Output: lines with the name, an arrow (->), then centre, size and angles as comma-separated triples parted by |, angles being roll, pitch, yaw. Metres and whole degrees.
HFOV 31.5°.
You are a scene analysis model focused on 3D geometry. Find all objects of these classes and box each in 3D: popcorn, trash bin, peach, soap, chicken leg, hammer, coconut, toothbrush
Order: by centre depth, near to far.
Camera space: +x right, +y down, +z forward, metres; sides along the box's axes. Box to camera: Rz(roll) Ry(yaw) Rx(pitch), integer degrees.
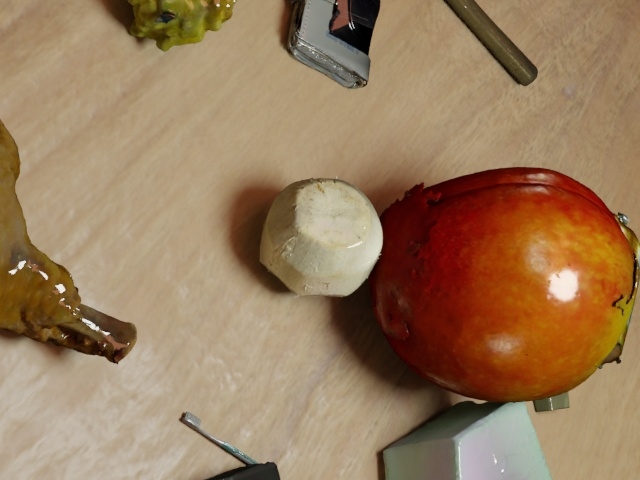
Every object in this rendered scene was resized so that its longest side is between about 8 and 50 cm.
chicken leg -> -0.353, -0.009, 1.216 | 0.409, 0.182, 0.295 | 34, 40, -36
toothbrush -> -0.112, 0.264, 1.443 | 0.167, 0.011, 0.014 | 39, 48, -27
popcorn -> -0.187, -0.331, 1.473 | 0.174, 0.142, 0.173 | -13, 114, -32
coconut -> -0.003, 0.001, 1.532 | 0.161, 0.162, 0.161 | 7, 59, -11
peach -> 0.245, 0.053, 1.592 | 0.370, 0.370, 0.369 | 14, 68, -39
soap -> 0.243, 0.472, 1.610 | 0.261, 0.156, 0.446 | -22, 93, -44
trash bin -> 0.378, 0.236, 1.885 | 0.061, 0.043, 0.092 | 0, 81, -43
hammer -> 0.233, -0.426, 1.949 | 0.440, 0.044, 0.168 | 41, 52, -26

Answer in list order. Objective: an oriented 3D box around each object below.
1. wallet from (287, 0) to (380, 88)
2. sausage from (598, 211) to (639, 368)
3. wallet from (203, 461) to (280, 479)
wallet -> 0.030, -0.361, 1.727 | 0.170, 0.069, 0.230 | 29, 60, -39
sausage -> 0.497, 0.061, 1.999 | 0.125, 0.117, 0.317 | 35, 53, -16
wallet -> -0.095, 0.487, 1.353 | 0.228, 0.062, 0.405 | -11, 86, -45
